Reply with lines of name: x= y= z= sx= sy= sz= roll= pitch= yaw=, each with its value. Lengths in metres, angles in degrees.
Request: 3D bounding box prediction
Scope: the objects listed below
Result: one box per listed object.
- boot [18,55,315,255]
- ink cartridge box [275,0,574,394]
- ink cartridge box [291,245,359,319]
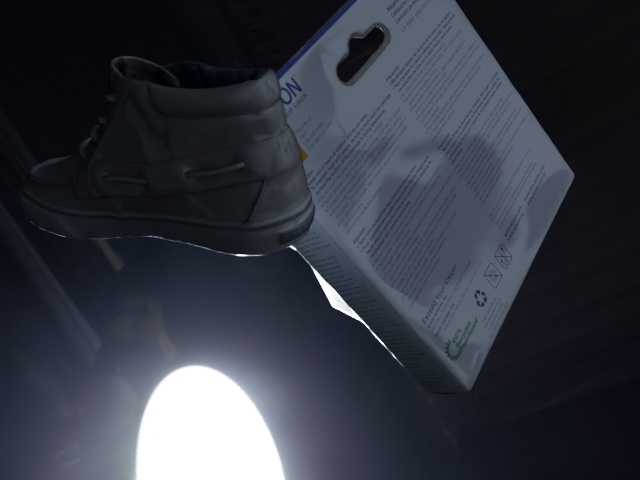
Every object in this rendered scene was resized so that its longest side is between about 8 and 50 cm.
boot: x=-0.125 y=-0.069 z=0.497 sx=0.095 sy=0.258 sz=0.123 roll=-48 pitch=-44 yaw=-50
ink cartridge box: x=0.097 y=-0.078 z=0.702 sx=0.330 sy=0.071 sz=0.324 roll=49 pitch=-125 yaw=-16
ink cartridge box: x=0.000 y=0.000 z=0.875 sx=0.060 sy=0.238 sz=0.275 roll=-55 pitch=-31 yaw=-20
